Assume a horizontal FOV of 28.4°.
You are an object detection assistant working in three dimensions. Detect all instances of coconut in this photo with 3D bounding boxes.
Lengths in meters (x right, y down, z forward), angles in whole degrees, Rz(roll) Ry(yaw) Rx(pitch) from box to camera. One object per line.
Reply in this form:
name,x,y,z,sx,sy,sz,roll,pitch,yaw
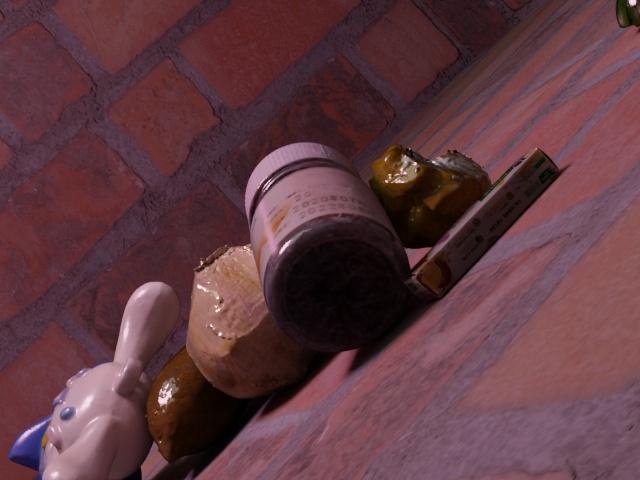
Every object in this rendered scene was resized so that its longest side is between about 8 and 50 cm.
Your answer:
coconut,-0.081,0.111,1.598,0.194,0.194,0.194,-43,4,4

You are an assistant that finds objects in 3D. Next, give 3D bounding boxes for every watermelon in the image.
watermelon,0.454,-0.342,1.761,0.105,0.062,0.105,-35,8,6

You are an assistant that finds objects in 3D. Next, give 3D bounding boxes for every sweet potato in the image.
sweet potato,-0.130,0.170,1.765,0.130,0.130,0.422,-41,4,30

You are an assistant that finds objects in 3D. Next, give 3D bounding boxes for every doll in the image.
doll,-0.330,0.281,1.771,0.376,0.187,0.365,-44,-11,-49

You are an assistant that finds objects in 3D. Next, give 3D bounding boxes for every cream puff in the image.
cream puff,0.133,-0.047,1.565,0.156,0.121,0.156,-17,-40,-15

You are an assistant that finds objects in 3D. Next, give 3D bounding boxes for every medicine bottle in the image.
medicine bottle,0.000,0.000,1.466,0.165,0.165,0.273,-43,24,9

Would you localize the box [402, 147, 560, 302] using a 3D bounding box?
box,0.172,-0.017,1.351,0.207,0.041,0.050,-44,1,-16
